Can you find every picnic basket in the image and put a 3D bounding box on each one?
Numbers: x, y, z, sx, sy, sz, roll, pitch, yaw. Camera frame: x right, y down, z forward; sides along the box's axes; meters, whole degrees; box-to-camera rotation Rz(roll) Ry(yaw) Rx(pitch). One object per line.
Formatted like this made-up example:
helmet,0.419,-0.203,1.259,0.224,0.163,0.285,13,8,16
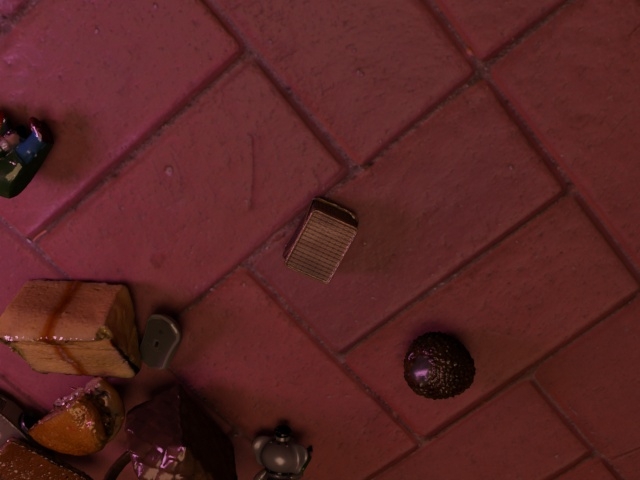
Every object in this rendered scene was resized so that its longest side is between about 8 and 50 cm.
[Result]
picnic basket,0.000,0.000,1.494,0.115,0.079,0.164,25,111,-10
picnic basket,-0.381,0.545,1.612,0.337,0.293,0.337,-6,119,-11

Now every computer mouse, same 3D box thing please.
computer mouse,-0.365,0.233,1.607,0.089,0.056,0.181,34,123,10

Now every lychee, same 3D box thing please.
lychee,0.272,0.288,1.587,0.171,0.171,0.171,0,114,0

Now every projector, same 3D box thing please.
projector,-0.775,0.480,1.700,0.194,0.088,0.269,-29,111,11

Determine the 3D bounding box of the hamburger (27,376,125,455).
hamburger,-0.553,0.422,1.628,0.156,0.144,0.283,45,132,-15

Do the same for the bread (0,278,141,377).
bread,-0.547,0.238,1.536,0.263,0.198,0.236,2,120,7

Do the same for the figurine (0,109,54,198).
figurine,-0.671,-0.209,1.387,0.234,0.127,0.185,36,97,-1

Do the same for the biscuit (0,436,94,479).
biscuit,-0.677,0.567,1.685,0.237,0.026,0.131,37,110,-22

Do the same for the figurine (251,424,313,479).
figurine,-0.101,0.548,1.716,0.147,0.126,0.192,10,98,6
